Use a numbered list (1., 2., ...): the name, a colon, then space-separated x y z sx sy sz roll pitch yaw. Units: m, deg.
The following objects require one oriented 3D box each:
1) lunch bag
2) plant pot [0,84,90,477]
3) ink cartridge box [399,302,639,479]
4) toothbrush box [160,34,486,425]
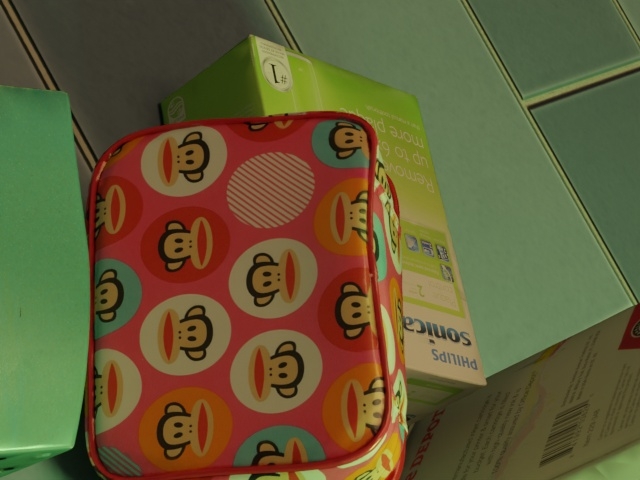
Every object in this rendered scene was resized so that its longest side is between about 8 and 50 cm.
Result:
1. lunch bag: -0.072 0.054 1.370 0.120 0.258 0.293 70 17 -61
2. plant pot: -0.251 0.037 1.228 0.165 0.166 0.234 3 70 -49
3. ink cartridge box: 0.198 0.183 1.515 0.131 0.306 0.226 49 36 -13
4. toothbrush box: 0.000 0.000 1.580 0.206 0.122 0.283 17 53 -42
